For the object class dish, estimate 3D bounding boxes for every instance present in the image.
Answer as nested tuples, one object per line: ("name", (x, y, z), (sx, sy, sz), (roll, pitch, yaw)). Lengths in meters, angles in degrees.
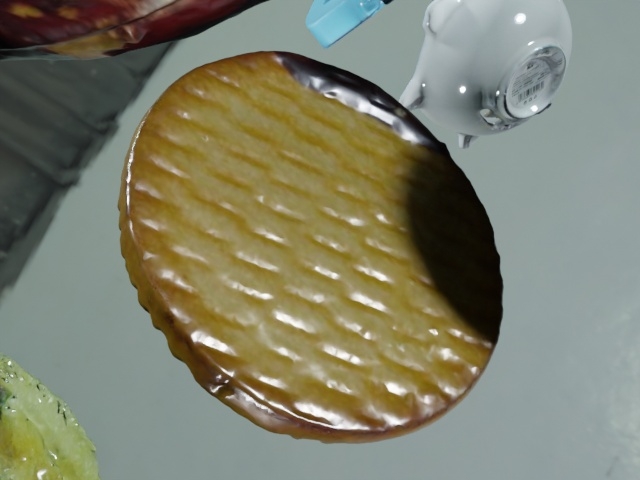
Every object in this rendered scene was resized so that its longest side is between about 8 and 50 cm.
("dish", (0.204, -0.179, 1.410), (0.086, 0.236, 0.227), (43, 126, 38))

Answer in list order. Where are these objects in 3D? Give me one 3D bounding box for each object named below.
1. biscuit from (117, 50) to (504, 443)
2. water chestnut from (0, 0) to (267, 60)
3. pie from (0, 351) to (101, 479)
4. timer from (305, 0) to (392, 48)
("biscuit", (0.000, 0.000, 0.952), (0.040, 0.318, 0.317), (-44, 39, 50))
("water chestnut", (-0.102, -0.234, 0.692), (0.335, 0.347, 0.335), (-14, 55, 21))
("pie", (-0.228, 0.162, 0.588), (0.277, 0.277, 0.078), (-60, 25, -2))
("timer", (0.095, -0.296, 1.143), (0.232, 0.091, 0.250), (-29, 20, 47))
